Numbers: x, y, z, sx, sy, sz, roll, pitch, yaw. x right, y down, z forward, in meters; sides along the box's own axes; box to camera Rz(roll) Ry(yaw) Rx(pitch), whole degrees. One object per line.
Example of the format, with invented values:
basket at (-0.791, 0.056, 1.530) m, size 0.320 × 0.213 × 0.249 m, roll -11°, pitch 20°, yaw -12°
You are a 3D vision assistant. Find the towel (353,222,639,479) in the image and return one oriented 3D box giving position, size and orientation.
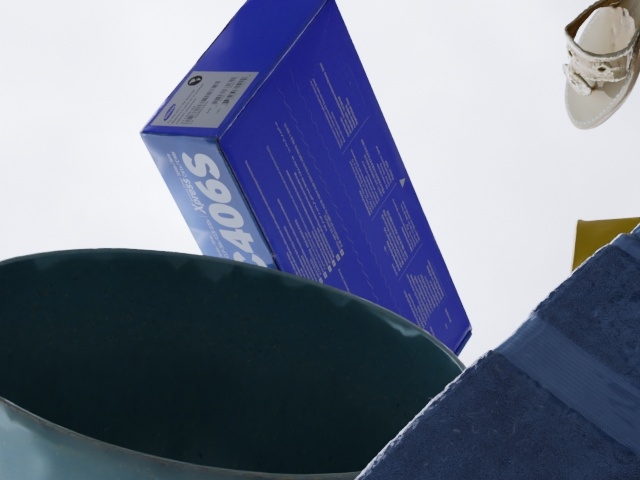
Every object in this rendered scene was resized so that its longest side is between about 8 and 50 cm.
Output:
towel at (0.068, 0.049, 0.494) m, size 0.119 × 0.029 × 0.067 m, roll -40°, pitch -128°, yaw -15°

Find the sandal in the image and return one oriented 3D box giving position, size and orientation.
sandal at (0.256, -0.193, 1.714) m, size 0.079 × 0.240 × 0.088 m, roll -1°, pitch -126°, yaw -33°

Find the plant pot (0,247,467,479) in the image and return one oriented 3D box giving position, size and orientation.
plant pot at (-0.074, 0.146, 1.031) m, size 0.290 × 0.290 × 0.195 m, roll -2°, pitch -68°, yaw -33°

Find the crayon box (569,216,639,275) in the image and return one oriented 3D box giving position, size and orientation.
crayon box at (0.222, 0.216, 1.206) m, size 0.313 × 0.106 × 0.363 m, roll -72°, pitch -25°, yaw -54°

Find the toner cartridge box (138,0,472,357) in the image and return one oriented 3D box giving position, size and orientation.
toner cartridge box at (0.000, 0.000, 1.424) m, size 0.165 × 0.075 × 0.347 m, roll -53°, pitch -45°, yaw -33°
